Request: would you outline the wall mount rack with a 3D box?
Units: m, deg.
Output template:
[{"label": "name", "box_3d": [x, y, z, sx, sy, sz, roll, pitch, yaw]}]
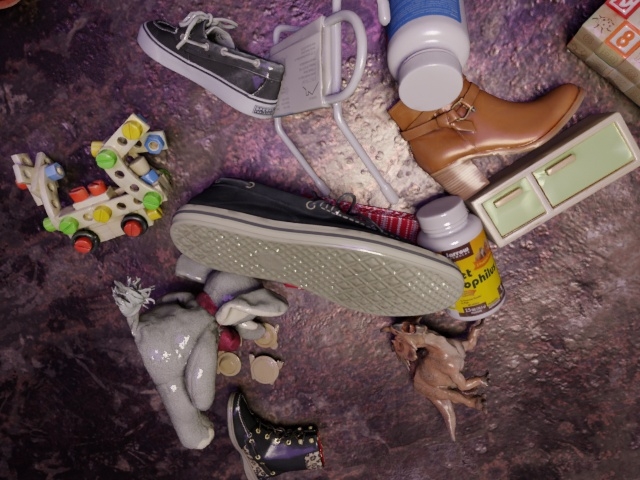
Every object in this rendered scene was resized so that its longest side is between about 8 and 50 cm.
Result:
[{"label": "wall mount rack", "box_3d": [0.011, -0.214, 0.685, 0.130, 0.350, 0.304, -8, 103, -29]}]

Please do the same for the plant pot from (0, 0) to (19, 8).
[{"label": "plant pot", "box_3d": [-0.688, -0.508, 0.677, 0.265, 0.272, 0.272, 0, 103, 13]}]

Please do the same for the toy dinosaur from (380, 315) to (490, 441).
[{"label": "toy dinosaur", "box_3d": [0.223, 0.254, 0.843, 0.200, 0.127, 0.295, 1, 116, 12]}]

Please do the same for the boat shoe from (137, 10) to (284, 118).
[{"label": "boat shoe", "box_3d": [-0.185, -0.317, 0.698, 0.306, 0.113, 0.105, 39, 122, 24]}]

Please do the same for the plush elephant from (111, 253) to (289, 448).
[{"label": "plush elephant", "box_3d": [-0.205, 0.153, 0.794, 0.255, 0.272, 0.330, -23, 131, -22]}]

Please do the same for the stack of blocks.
[{"label": "stack of blocks", "box_3d": [0.577, -0.293, 0.657, 0.171, 0.087, 0.297, -46, 81, 12]}]

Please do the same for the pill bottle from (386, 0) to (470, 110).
[{"label": "pill bottle", "box_3d": [0.163, -0.317, 0.653, 0.124, 0.124, 0.221, 2, 64, 4]}]

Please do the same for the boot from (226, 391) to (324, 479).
[{"label": "boot", "box_3d": [-0.096, 0.421, 0.924, 0.179, 0.085, 0.236, -12, 108, 5]}]

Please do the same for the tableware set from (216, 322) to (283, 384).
[{"label": "tableware set", "box_3d": [-0.161, 0.237, 0.916, 0.169, 0.020, 0.141, 7, 99, 7]}]

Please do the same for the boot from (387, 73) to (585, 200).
[{"label": "boot", "box_3d": [0.280, -0.232, 0.738, 0.283, 0.109, 0.220, -39, 93, 19]}]

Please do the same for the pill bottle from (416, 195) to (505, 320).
[{"label": "pill bottle", "box_3d": [0.251, 0.031, 0.770, 0.117, 0.117, 0.215, -23, 109, 10]}]

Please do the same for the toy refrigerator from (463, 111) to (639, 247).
[{"label": "toy refrigerator", "box_3d": [0.403, -0.106, 0.750, 0.269, 0.094, 0.102, -33, 99, 12]}]

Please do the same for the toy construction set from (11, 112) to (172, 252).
[{"label": "toy construction set", "box_3d": [-0.424, -0.102, 0.792, 0.328, 0.151, 0.215, -9, 127, 15]}]

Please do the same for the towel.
[{"label": "towel", "box_3d": [0.068, 0.026, 0.843, 0.275, 0.031, 0.198, 10, 105, 2]}]

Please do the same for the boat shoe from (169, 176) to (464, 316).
[{"label": "boat shoe", "box_3d": [0.000, 0.000, 0.728, 0.500, 0.156, 0.186, 14, 139, 6]}]
